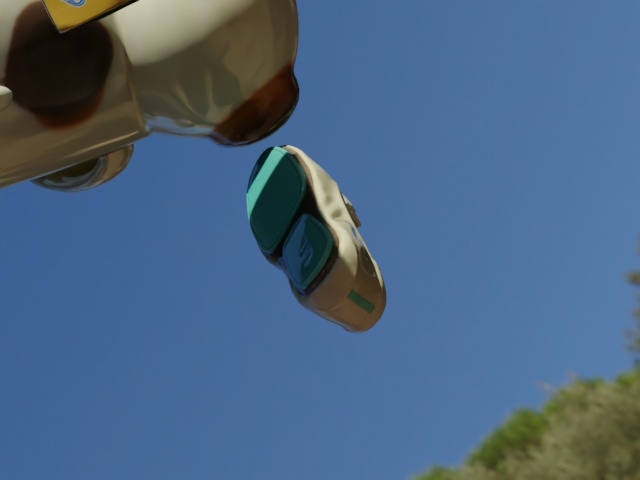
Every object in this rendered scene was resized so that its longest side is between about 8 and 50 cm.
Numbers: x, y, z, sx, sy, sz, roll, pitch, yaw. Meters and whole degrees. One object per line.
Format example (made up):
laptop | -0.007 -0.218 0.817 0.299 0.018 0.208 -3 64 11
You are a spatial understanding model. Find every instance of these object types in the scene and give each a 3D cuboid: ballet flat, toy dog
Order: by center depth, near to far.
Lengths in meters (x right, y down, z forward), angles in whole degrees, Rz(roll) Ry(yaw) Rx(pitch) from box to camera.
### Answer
ballet flat | 0.000 0.000 1.394 0.086 0.248 0.086 -5 -64 -10
toy dog | -0.221 -0.176 1.492 0.407 0.395 0.285 -15 -88 -18

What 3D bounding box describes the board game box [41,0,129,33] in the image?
board game box | -0.212 -0.303 1.214 0.064 0.242 0.317 -26 -80 2
